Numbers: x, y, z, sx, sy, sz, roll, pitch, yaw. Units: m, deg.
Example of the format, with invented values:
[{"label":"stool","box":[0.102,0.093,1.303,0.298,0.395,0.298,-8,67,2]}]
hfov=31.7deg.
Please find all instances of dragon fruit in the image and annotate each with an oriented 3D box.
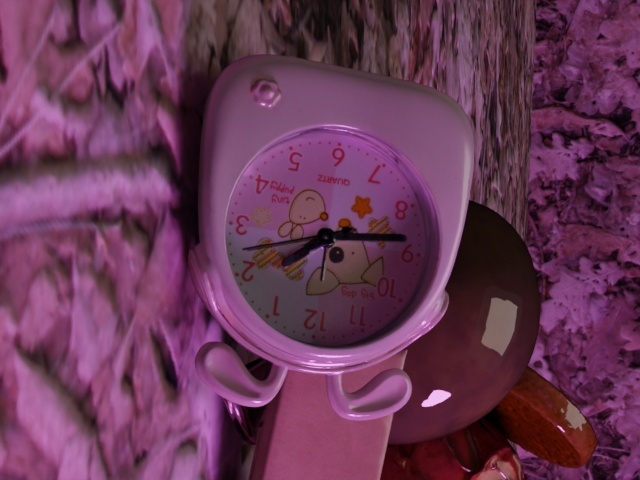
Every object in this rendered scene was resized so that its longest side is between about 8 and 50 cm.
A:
[{"label":"dragon fruit","box":[0.093,0.224,0.920,0.172,0.172,0.209,26,74,-74]}]

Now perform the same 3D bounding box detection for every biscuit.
[{"label":"biscuit","box":[0.124,0.113,0.930,0.039,0.236,0.180,-49,141,-16]}]

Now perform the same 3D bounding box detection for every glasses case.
[{"label":"glasses case","box":[-0.024,0.144,0.681,0.070,0.103,0.193,180,-78,-68]}]

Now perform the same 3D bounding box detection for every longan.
[{"label":"longan","box":[0.063,0.049,0.800,0.159,0.185,0.204,48,1,-27]}]

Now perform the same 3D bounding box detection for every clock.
[{"label":"clock","box":[0.000,0.000,0.624,0.062,0.152,0.190,161,-62,-74]}]
